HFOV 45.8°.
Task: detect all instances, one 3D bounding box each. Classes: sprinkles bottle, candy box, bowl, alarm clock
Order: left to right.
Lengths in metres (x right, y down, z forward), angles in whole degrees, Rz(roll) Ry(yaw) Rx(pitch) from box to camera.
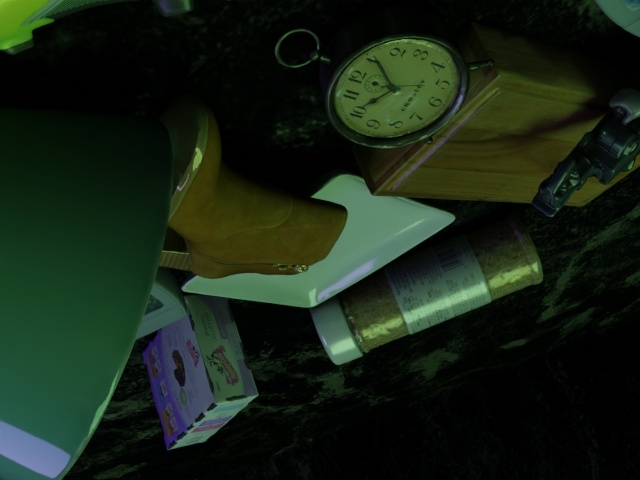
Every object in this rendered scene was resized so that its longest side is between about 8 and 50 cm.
[{"bbox_3d":[-0.254,0.021,0.581,0.163,0.312,0.311,21,137,-27],"label":"bowl"},{"bbox_3d":[-0.182,0.192,1.107,0.070,0.165,0.196,-3,151,-35],"label":"candy box"},{"bbox_3d":[0.047,-0.151,0.672,0.192,0.064,0.129,10,138,-29],"label":"alarm clock"},{"bbox_3d":[0.163,0.077,1.191,0.355,0.121,0.121,-23,156,5],"label":"sprinkles bottle"}]

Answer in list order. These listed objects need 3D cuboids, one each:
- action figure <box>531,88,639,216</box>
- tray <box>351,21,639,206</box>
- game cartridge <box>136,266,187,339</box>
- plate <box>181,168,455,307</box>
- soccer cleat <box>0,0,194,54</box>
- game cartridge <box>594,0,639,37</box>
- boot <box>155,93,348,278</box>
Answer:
[{"bbox_3d":[0.382,-0.121,0.736,0.341,0.178,0.330,-45,163,-1],"label":"action figure"},{"bbox_3d":[0.259,-0.126,0.896,0.410,0.076,0.203,1,148,-38],"label":"tray"},{"bbox_3d":[-0.287,0.069,0.905,0.196,0.060,0.294,-28,156,8],"label":"game cartridge"},{"bbox_3d":[0.000,0.000,0.991,0.278,0.045,0.277,-34,152,28],"label":"plate"},{"bbox_3d":[-0.172,-0.181,0.446,0.289,0.093,0.121,-15,126,-2],"label":"soccer cleat"},{"bbox_3d":[0.304,-0.280,0.627,0.198,0.062,0.297,-35,153,22],"label":"game cartridge"},{"bbox_3d":[-0.066,-0.040,0.744,0.211,0.104,0.295,3,156,-22],"label":"boot"}]
